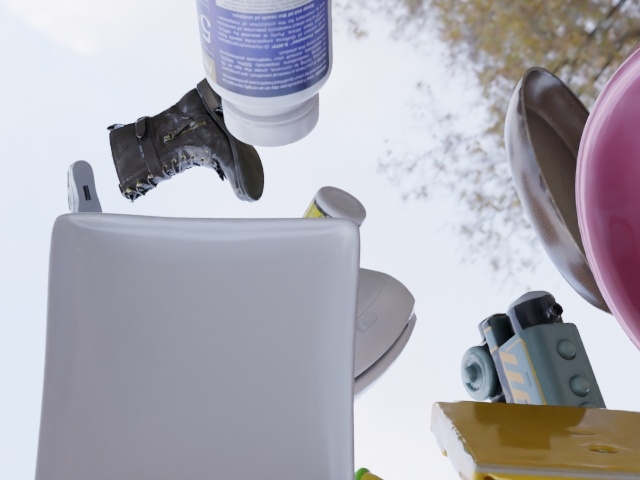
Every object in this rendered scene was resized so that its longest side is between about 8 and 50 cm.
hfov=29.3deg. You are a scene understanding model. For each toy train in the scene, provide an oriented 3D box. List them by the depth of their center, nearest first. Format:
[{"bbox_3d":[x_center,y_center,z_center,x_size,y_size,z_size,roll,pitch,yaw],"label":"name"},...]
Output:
[{"bbox_3d":[0.300,0.230,1.607,0.142,0.190,0.334,0,-118,-27],"label":"toy train"}]

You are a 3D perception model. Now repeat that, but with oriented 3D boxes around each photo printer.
[{"bbox_3d":[-0.054,0.112,1.472,0.308,0.107,0.256,11,-148,33],"label":"photo printer"}]

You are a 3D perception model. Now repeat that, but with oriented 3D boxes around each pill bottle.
[{"bbox_3d":[-0.045,-0.173,1.007,0.112,0.186,0.112,-1,-135,1],"label":"pill bottle"},{"bbox_3d":[0.000,0.000,1.413,0.065,0.116,0.065,23,-151,-13],"label":"pill bottle"}]

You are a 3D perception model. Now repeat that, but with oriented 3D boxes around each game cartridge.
[{"bbox_3d":[0.272,0.223,1.273,0.285,0.052,0.323,4,-178,-2],"label":"game cartridge"}]

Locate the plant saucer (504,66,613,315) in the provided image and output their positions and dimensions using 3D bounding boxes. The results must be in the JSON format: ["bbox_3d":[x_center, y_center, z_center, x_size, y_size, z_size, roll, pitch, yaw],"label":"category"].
[{"bbox_3d":[0.286,-0.044,1.348,0.310,0.050,0.310,39,-143,-37],"label":"plant saucer"}]

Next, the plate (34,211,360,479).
[{"bbox_3d":[-0.105,0.116,1.081,0.277,0.045,0.278,1,-101,2],"label":"plate"}]

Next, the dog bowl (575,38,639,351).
[{"bbox_3d":[0.371,-0.023,0.919,0.150,0.408,0.408,-25,-113,-35],"label":"dog bowl"}]

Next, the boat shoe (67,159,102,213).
[{"bbox_3d":[-0.279,-0.043,1.426,0.035,0.035,0.100,-12,-85,-30],"label":"boat shoe"}]

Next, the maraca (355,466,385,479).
[{"bbox_3d":[0.061,0.366,1.489,0.099,0.185,0.127,-5,-160,22],"label":"maraca"}]

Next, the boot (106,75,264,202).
[{"bbox_3d":[-0.227,-0.126,2.004,0.091,0.229,0.263,35,-153,-60],"label":"boot"}]
